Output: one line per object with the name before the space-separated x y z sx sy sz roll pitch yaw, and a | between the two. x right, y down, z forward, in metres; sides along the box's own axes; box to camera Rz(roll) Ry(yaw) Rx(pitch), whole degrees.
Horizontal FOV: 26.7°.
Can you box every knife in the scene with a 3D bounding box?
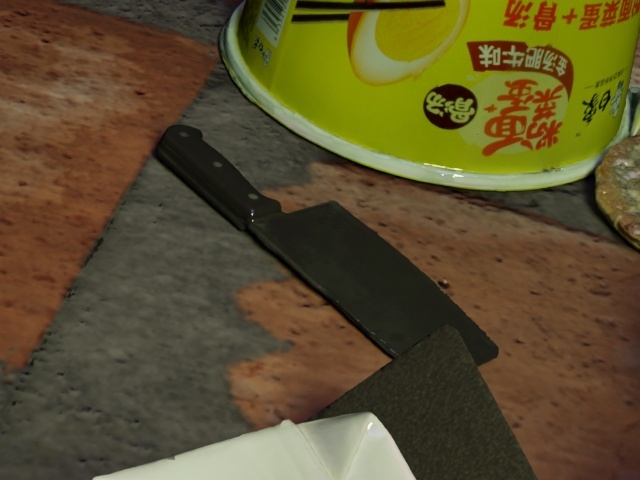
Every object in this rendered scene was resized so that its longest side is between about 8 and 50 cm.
knife | 0.000 0.000 0.771 0.072 0.019 0.245 -19 48 -42

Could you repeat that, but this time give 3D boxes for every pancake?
pancake | 0.252 -0.020 0.870 0.158 0.028 0.158 9 38 -7

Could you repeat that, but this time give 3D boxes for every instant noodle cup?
instant noodle cup | 0.100 -0.205 0.909 0.311 0.222 0.311 9 36 -6

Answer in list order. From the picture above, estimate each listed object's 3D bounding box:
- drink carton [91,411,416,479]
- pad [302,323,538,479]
drink carton | 0.024 0.207 0.349 0.106 0.131 0.315 -8 49 -32
pad | 0.030 0.137 0.511 0.003 0.143 0.211 45 14 -40
